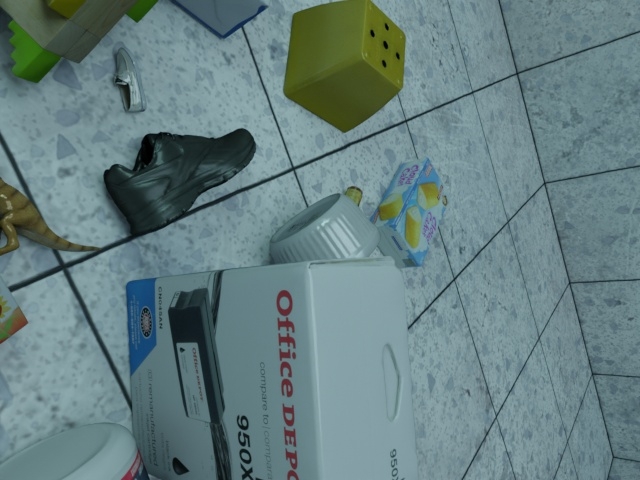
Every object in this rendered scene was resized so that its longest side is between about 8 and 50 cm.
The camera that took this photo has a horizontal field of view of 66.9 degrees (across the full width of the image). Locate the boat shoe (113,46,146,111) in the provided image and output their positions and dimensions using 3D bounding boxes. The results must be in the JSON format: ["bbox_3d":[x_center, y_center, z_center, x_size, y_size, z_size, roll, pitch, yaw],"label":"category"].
[{"bbox_3d":[-0.303,-0.249,0.755,0.035,0.035,0.100,-24,108,-49],"label":"boat shoe"}]

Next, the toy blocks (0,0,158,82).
[{"bbox_3d":[-0.320,-0.426,0.595,0.381,0.191,0.261,-44,98,5],"label":"toy blocks"}]

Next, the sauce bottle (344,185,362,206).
[{"bbox_3d":[0.062,-0.065,1.111,0.042,0.042,0.128,41,58,-35],"label":"sauce bottle"}]

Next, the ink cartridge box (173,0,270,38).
[{"bbox_3d":[-0.190,-0.612,0.848,0.270,0.151,0.395,28,66,-42],"label":"ink cartridge box"}]

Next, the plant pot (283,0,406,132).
[{"bbox_3d":[0.069,-0.393,1.063,0.212,0.187,0.212,20,69,-44],"label":"plant pot"}]

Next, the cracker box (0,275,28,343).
[{"bbox_3d":[-0.419,0.048,0.478,0.155,0.067,0.232,-47,151,-40],"label":"cracker box"}]

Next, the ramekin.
[{"bbox_3d":[0.000,0.000,0.921,0.109,0.207,0.207,55,48,-14],"label":"ramekin"}]

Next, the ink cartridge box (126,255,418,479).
[{"bbox_3d":[-0.089,0.177,0.648,0.166,0.395,0.285,0,83,-47],"label":"ink cartridge box"}]

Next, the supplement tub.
[{"bbox_3d":[-0.275,0.378,0.566,0.191,0.191,0.272,-25,102,-46],"label":"supplement tub"}]

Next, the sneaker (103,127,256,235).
[{"bbox_3d":[-0.215,-0.129,0.782,0.130,0.109,0.286,57,46,-16],"label":"sneaker"}]

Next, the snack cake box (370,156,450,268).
[{"bbox_3d":[0.235,-0.072,1.262,0.152,0.089,0.264,52,51,-27],"label":"snack cake box"}]

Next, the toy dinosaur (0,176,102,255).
[{"bbox_3d":[-0.380,-0.024,0.613,0.211,0.064,0.112,53,49,-28],"label":"toy dinosaur"}]
